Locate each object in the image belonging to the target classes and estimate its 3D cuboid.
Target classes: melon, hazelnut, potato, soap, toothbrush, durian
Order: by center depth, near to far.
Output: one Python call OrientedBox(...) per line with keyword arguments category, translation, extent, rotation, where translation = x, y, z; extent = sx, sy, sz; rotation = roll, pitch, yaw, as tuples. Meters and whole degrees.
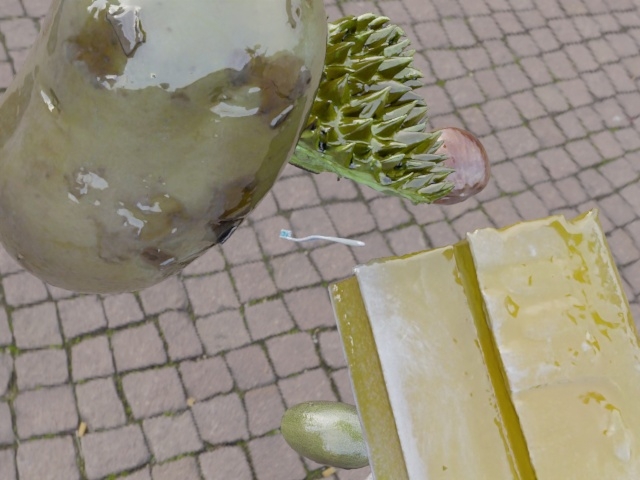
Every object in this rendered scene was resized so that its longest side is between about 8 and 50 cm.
OrientedBox(category="potato", translation=(-0.096, -0.077, 0.479), extent=(0.165, 0.262, 0.165), rotation=(27, 27, -15))
OrientedBox(category="soap", translation=(0.162, 0.135, 0.724), extent=(0.259, 0.143, 0.281), rotation=(-12, 75, -11))
OrientedBox(category="durian", translation=(0.022, -0.090, 0.790), extent=(0.198, 0.394, 0.163), rotation=(-21, 80, 11))
OrientedBox(category="melon", translation=(0.016, 0.288, 1.206), extent=(0.162, 0.099, 0.099), rotation=(8, 54, 17))
OrientedBox(category="toothbrush", translation=(0.000, 0.000, 1.209), extent=(0.014, 0.162, 0.017), rotation=(3, 95, -51))
OrientedBox(category="hazelnut", translation=(0.226, -0.129, 1.427), extent=(0.154, 0.143, 0.143), rotation=(-6, 62, -19))

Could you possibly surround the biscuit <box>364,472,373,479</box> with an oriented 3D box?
OrientedBox(category="biscuit", translation=(0.153, 0.483, 1.554), extent=(0.426, 0.078, 0.144), rotation=(-40, 116, -35))
